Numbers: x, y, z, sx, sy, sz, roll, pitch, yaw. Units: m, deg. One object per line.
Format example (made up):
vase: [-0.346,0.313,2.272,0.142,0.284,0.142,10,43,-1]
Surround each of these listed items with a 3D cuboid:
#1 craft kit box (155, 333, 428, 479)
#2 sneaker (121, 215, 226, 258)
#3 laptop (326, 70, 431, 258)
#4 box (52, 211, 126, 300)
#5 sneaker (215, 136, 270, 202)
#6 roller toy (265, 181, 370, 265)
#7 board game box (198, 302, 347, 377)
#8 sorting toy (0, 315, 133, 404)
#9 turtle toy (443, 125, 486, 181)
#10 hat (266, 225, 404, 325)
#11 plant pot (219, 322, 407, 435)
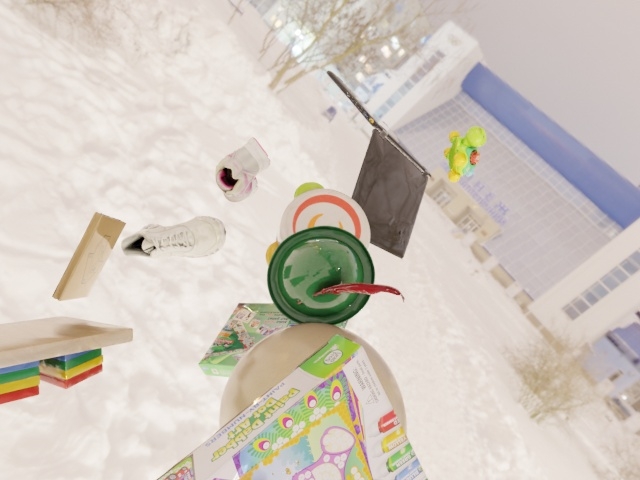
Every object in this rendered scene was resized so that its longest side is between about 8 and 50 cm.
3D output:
craft kit box: [-0.014,0.262,0.474,0.061,0.246,0.250,12,-48,61]
sneaker: [-0.375,0.003,1.274,0.118,0.291,0.110,-23,104,-67]
laptop: [0.138,-0.207,1.446,0.381,0.236,0.408,24,28,-55]
box: [-0.516,0.037,1.130,0.021,0.201,0.164,25,-5,-2]
sneaker: [-0.220,-0.162,1.265,0.103,0.111,0.252,52,-29,6]
roller toy: [0.000,0.000,1.080,0.191,0.210,0.146,26,-21,-2]
board game box: [-0.109,0.236,1.197,0.214,0.317,0.046,-60,138,-46]
sorting toy: [-0.504,0.200,0.856,0.255,0.257,0.090,-2,91,-53]
turtle toy: [0.311,-0.190,1.073,0.130,0.066,0.095,94,-2,-54]
hat: [0.004,0.035,0.753,0.183,0.208,0.173,68,14,-74]
plant pot: [0.004,0.271,0.692,0.284,0.284,0.191,45,-8,-8]
